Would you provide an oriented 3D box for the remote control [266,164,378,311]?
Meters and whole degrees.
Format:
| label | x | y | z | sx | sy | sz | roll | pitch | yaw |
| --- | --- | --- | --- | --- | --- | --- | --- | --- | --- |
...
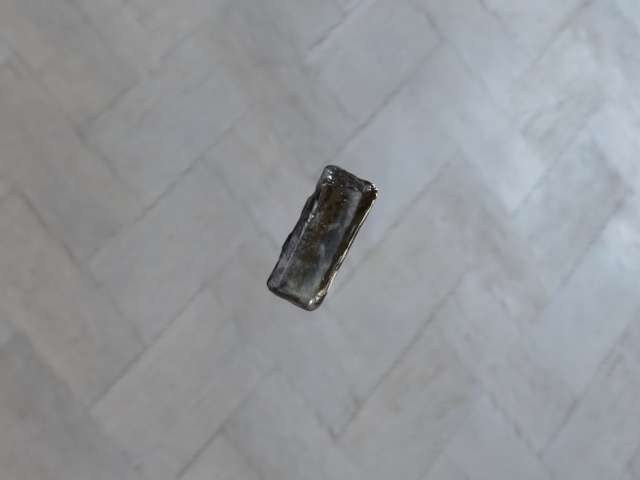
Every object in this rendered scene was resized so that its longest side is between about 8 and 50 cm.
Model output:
| label | x | y | z | sx | sy | sz | roll | pitch | yaw |
| --- | --- | --- | --- | --- | --- | --- | --- | --- | --- |
| remote control | 0.000 | 0.000 | 1.174 | 0.039 | 0.096 | 0.014 | 27 | 20 | -3 |
